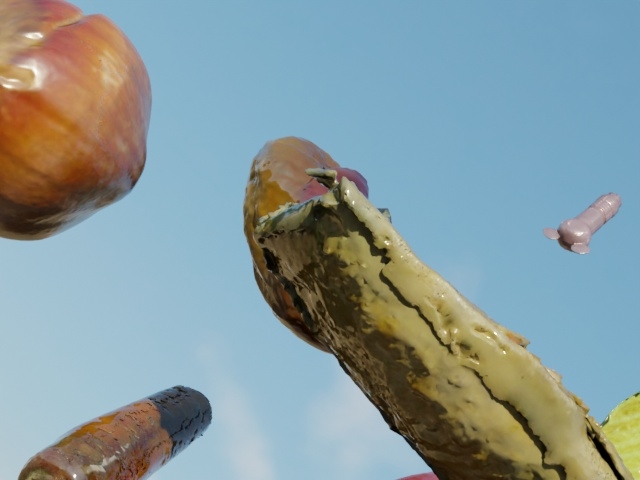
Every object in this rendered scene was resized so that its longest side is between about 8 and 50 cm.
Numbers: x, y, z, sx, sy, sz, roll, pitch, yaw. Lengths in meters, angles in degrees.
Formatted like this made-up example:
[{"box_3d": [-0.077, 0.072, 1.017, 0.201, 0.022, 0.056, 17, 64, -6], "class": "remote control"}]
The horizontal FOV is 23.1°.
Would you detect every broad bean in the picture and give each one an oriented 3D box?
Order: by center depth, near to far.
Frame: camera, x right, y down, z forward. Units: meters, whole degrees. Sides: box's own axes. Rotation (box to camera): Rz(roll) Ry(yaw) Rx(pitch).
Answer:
[{"box_3d": [0.003, -0.001, 1.493, 0.122, 0.156, 0.228, -38, -125, 40], "class": "broad bean"}]

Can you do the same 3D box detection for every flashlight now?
[{"box_3d": [0.265, -0.016, 1.551, 0.052, 0.110, 0.031, 29, -49, 25], "class": "flashlight"}]

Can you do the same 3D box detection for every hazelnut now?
[{"box_3d": [-0.202, -0.087, 1.100, 0.182, 0.182, 0.182, 37, -22, 18], "class": "hazelnut"}]

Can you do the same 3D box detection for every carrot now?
[{"box_3d": [-0.115, 0.122, 0.909, 0.055, 0.161, 0.055, 8, -71, 25], "class": "carrot"}]

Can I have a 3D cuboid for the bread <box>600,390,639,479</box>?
[{"box_3d": [0.481, 0.324, 2.043, 0.301, 0.301, 0.045, 41, -3, 10], "class": "bread"}]

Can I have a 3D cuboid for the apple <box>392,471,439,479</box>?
[{"box_3d": [0.090, 0.265, 0.960, 0.260, 0.260, 0.216, 37, -56, 19], "class": "apple"}]

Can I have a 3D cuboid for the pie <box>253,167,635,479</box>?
[{"box_3d": [0.069, 0.075, 0.822, 0.282, 0.068, 0.129, 49, -25, -13], "class": "pie"}]

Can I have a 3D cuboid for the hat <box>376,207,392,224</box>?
[{"box_3d": [0.049, -0.008, 1.633, 0.121, 0.050, 0.121, 170, -90, -74], "class": "hat"}]
